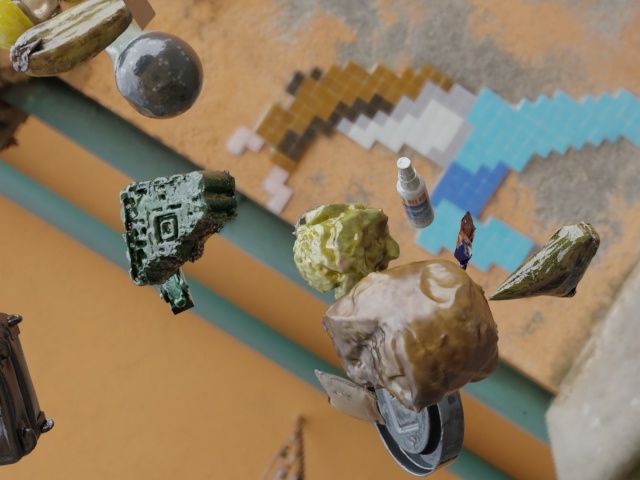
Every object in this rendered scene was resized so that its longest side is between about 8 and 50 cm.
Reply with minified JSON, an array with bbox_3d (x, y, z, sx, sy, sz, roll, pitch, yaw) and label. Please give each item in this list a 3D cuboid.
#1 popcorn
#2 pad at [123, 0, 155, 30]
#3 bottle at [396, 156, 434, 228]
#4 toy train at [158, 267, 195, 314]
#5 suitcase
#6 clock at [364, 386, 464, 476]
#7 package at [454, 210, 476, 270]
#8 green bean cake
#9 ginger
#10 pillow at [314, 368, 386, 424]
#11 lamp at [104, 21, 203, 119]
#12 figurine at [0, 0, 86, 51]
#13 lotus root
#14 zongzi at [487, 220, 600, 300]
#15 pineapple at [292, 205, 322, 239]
[{"bbox_3d":[0.046,0.023,1.858,0.185,0.187,0.167,-86,14,-48],"label":"popcorn"},{"bbox_3d":[-0.287,-0.383,1.424,0.004,0.190,0.127,-27,21,11],"label":"pad"},{"bbox_3d":[0.183,-0.098,2.056,0.060,0.060,0.217,-60,-27,-18],"label":"bottle"},{"bbox_3d":[-0.339,0.097,2.377,0.070,0.172,0.099,-23,-39,-4],"label":"toy train"},{"bbox_3d":[-0.830,0.355,2.397,0.188,0.339,0.345,-72,-28,-68],"label":"suitcase"},{"bbox_3d":[0.195,0.341,2.194,0.066,0.319,0.319,-12,-16,-25],"label":"clock"},{"bbox_3d":[0.274,0.006,1.969,0.033,0.077,0.110,-14,40,34],"label":"package"},{"bbox_3d":[-0.247,-0.024,1.820,0.107,0.208,0.193,3,-100,-61],"label":"green bean cake"},{"bbox_3d":[0.156,0.134,1.670,0.223,0.200,0.269,-33,33,-21],"label":"ginger"},{"bbox_3d":[0.060,0.306,1.999,0.038,0.131,0.232,-63,-19,-19],"label":"pillow"},{"bbox_3d":[-0.384,-0.385,2.166,0.182,0.314,0.182,-45,-14,-15],"label":"lamp"},{"bbox_3d":[-0.586,-0.535,2.243,0.344,0.187,0.215,-18,48,8],"label":"figurine"},{"bbox_3d":[-0.463,-0.384,1.950,0.258,0.110,0.097,-31,-19,-13],"label":"lotus root"},{"bbox_3d":[0.454,0.044,2.097,0.205,0.204,0.094,104,152,-52],"label":"zongzi"},{"bbox_3d":[0.000,0.000,2.196,0.108,0.108,0.197,-59,-12,-16],"label":"pineapple"}]
